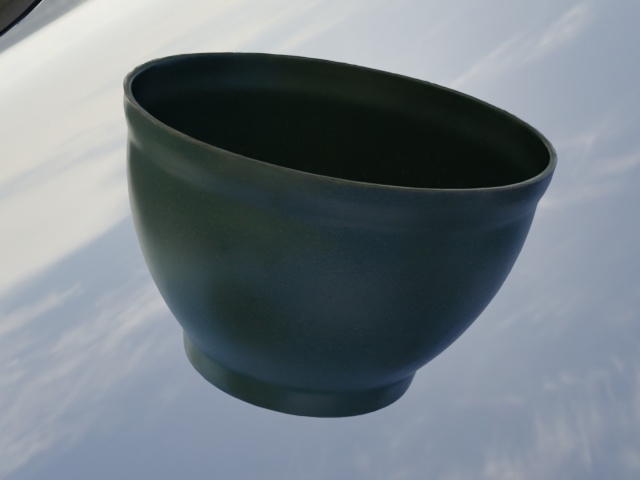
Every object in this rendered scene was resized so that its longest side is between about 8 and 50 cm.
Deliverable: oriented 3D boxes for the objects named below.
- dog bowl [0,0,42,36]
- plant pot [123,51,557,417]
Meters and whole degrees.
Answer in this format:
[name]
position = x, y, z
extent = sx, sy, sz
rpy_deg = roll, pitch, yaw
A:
[dog bowl]
position = -0.283, -0.242, 0.416
extent = 0.408, 0.408, 0.150
rpy_deg = -24, -128, 22
[plant pot]
position = 0.000, 0.000, 0.741
extent = 0.293, 0.196, 0.293
rpy_deg = 8, -158, -3
